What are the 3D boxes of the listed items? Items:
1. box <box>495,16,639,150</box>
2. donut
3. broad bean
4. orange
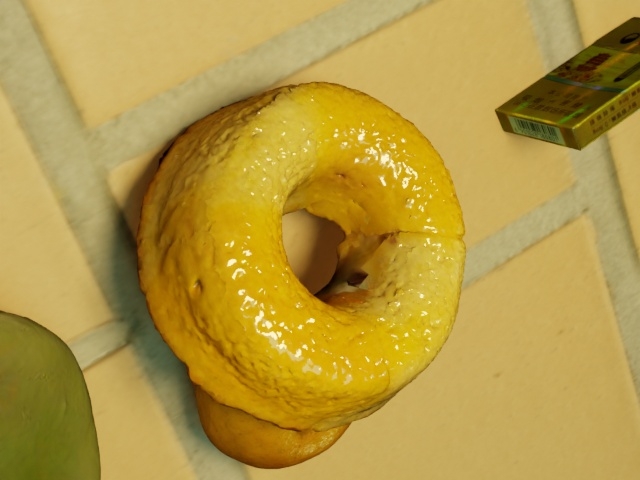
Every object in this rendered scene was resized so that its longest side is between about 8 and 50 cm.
[{"bbox_3d":[0.282,-0.157,1.122,0.193,0.121,0.030,-35,117,-16],"label":"box"},{"bbox_3d":[0.000,0.000,0.948,0.303,0.110,0.302,11,67,-26],"label":"donut"},{"bbox_3d":[-0.265,0.158,0.924,0.189,0.121,0.263,-43,137,-38],"label":"broad bean"},{"bbox_3d":[-0.040,0.128,1.033,0.155,0.134,0.154,-17,135,-18],"label":"orange"}]
